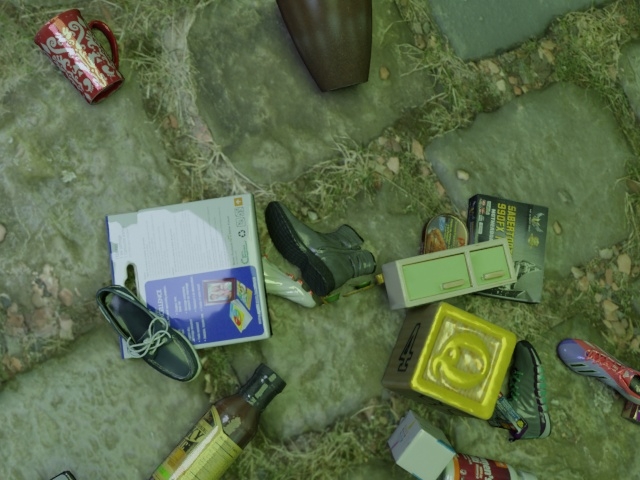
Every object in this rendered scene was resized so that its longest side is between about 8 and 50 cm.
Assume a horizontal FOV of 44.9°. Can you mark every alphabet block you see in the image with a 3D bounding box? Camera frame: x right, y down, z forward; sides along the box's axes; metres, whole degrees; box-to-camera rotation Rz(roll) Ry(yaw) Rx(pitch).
[{"bbox_3d":[0.269,0.257,1.646,0.192,0.197,0.194,23,77,-10],"label":"alphabet block"}]

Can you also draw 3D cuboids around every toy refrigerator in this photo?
[{"bbox_3d":[0.279,0.070,1.665,0.269,0.094,0.102,-10,85,-18],"label":"toy refrigerator"}]

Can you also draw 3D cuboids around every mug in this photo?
[{"bbox_3d":[-0.480,-0.387,1.609,0.150,0.113,0.169,-38,95,-14],"label":"mug"}]

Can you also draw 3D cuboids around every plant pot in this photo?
[{"bbox_3d":[0.028,-0.452,1.707,0.215,0.215,0.231,-16,100,-15],"label":"plant pot"}]

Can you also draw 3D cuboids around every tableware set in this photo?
[{"bbox_3d":[0.070,0.104,1.670,0.154,0.104,0.024,-19,85,-17],"label":"tableware set"}]

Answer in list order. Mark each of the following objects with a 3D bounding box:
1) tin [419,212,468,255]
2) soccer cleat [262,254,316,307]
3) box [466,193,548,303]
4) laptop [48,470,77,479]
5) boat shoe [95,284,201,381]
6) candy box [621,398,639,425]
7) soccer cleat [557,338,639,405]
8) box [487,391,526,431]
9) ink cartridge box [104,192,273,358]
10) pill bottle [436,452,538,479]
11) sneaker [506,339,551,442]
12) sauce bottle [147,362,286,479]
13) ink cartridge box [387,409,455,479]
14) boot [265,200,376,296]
[{"bbox_3d":[0.280,0.033,1.768,0.106,0.040,0.190,10,79,-8],"label":"tin"},{"bbox_3d":[-0.099,0.092,1.654,0.196,0.068,0.076,37,82,0],"label":"soccer cleat"},{"bbox_3d":[0.427,0.022,1.794,0.182,0.056,0.231,10,80,-11],"label":"box"},{"bbox_3d":[-0.506,0.678,1.381,0.382,0.408,0.236,54,40,-1],"label":"laptop"},{"bbox_3d":[-0.339,0.182,1.518,0.095,0.079,0.254,-43,84,0],"label":"boat shoe"},{"bbox_3d":[0.817,0.405,1.833,0.186,0.053,0.109,26,76,-10],"label":"candy box"},{"bbox_3d":[0.664,0.296,1.769,0.248,0.095,0.083,33,76,10],"label":"soccer cleat"},{"bbox_3d":[0.381,0.368,1.688,0.027,0.137,0.094,-39,92,-15],"label":"box"},{"bbox_3d":[-0.270,0.073,1.599,0.307,0.072,0.304,-8,84,4],"label":"ink cartridge box"},{"bbox_3d":[0.349,0.530,1.663,0.221,0.121,0.121,14,79,-11],"label":"pill bottle"},{"bbox_3d":[0.451,0.340,1.740,0.098,0.083,0.224,-9,84,-10],"label":"sneaker"},{"bbox_3d":[-0.205,0.398,1.557,0.111,0.111,0.344,43,73,-4],"label":"sauce bottle"},{"bbox_3d":[0.210,0.434,1.641,0.092,0.143,0.090,36,93,-6],"label":"ink cartridge box"},{"bbox_3d":[0.000,0.000,1.689,0.161,0.083,0.247,-26,73,-36],"label":"boot"}]
